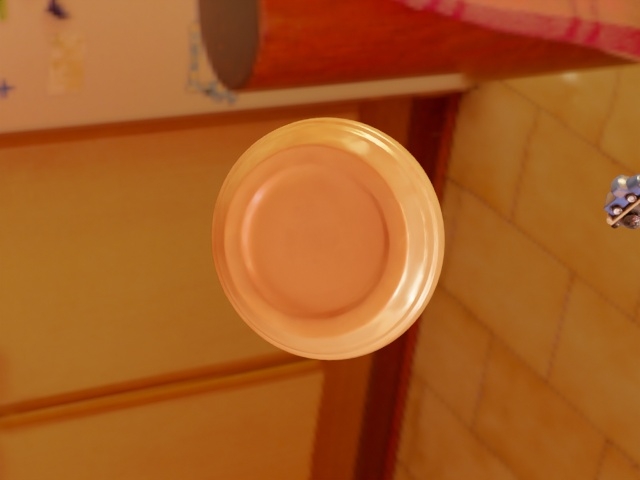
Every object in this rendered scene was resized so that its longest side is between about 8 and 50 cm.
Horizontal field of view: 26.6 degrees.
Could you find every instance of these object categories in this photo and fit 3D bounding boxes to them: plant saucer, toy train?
[{"bbox_3d":[0.000,0.000,1.098,0.199,0.037,0.200,2,95,20],"label":"plant saucer"},{"bbox_3d":[0.252,-0.058,0.958,0.158,0.036,0.027,-48,15,43],"label":"toy train"}]
